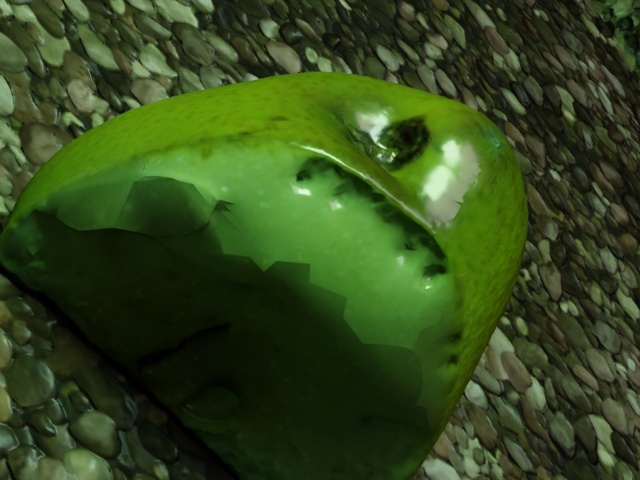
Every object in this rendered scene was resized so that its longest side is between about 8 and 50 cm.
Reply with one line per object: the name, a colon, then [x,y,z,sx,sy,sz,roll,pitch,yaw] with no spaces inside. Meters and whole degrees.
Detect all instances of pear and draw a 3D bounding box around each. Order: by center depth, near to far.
pear: [0.000,0.000,1.178,0.342,0.318,0.238,45,35,-17]
